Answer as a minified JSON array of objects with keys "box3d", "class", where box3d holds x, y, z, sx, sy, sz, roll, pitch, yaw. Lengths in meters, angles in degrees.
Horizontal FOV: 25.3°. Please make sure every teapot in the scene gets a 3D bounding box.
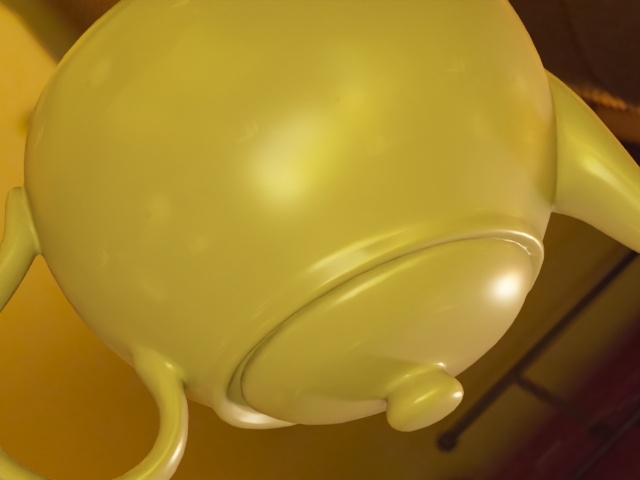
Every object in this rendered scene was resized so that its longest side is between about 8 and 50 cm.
[{"box3d":[0.000,0.000,0.619,0.253,0.256,0.187,9,-132,-51],"class":"teapot"}]
